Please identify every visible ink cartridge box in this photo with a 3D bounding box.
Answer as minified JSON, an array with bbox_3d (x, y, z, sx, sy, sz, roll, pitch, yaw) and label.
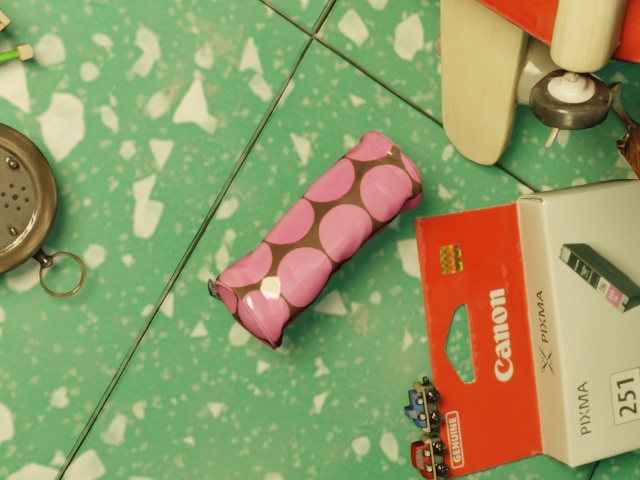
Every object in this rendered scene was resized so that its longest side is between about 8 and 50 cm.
[{"bbox_3d":[0.226,0.090,1.117,0.238,0.060,0.275,-11,98,-21],"label":"ink cartridge box"}]

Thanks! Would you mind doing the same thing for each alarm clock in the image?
[{"bbox_3d":[-0.268,-0.022,0.917,0.192,0.064,0.129,44,79,-22],"label":"alarm clock"}]

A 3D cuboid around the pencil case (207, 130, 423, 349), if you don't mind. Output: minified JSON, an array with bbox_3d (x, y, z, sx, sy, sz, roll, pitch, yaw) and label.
[{"bbox_3d":[0.000,0.000,1.006,0.209,0.098,0.095,-43,63,-12],"label":"pencil case"}]

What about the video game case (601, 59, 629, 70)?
[{"bbox_3d":[0.272,-0.254,1.121,0.119,0.015,0.166,-14,98,-15],"label":"video game case"}]

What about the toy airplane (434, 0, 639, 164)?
[{"bbox_3d":[0.169,-0.271,0.924,0.272,0.386,0.384,-29,94,-29],"label":"toy airplane"}]

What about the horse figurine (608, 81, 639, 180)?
[{"bbox_3d":[0.408,-0.125,1.165,0.263,0.066,0.174,-32,99,-18],"label":"horse figurine"}]

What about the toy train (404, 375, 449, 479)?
[{"bbox_3d":[0.105,0.211,1.098,0.036,0.027,0.158,-8,98,-6],"label":"toy train"}]

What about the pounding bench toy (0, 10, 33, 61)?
[{"bbox_3d":[-0.282,-0.160,0.901,0.065,0.052,0.083,-47,109,-11],"label":"pounding bench toy"}]
